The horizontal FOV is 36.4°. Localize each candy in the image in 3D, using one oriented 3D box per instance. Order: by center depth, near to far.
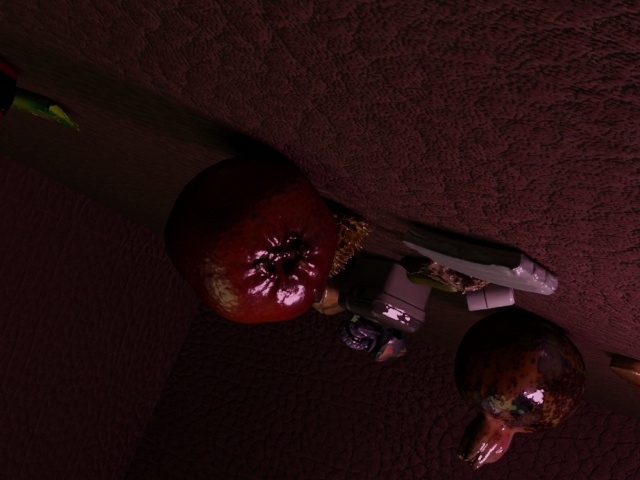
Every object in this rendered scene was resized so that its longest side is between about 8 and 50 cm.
[{"bbox_3d":[-0.574,-0.271,1.958,0.178,0.032,0.102,20,172,21],"label":"candy"}]

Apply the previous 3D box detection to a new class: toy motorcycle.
[{"bbox_3d":[0.147,0.193,2.334,0.173,0.108,0.307,34,-147,3],"label":"toy motorcycle"}]

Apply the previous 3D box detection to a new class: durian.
[{"bbox_3d":[0.000,0.000,1.791,0.139,0.144,0.252,36,173,-6],"label":"durian"}]

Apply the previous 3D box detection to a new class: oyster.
[{"bbox_3d":[0.225,0.050,1.715,0.177,0.056,0.105,18,-178,42],"label":"oyster"}]

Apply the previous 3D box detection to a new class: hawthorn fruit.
[{"bbox_3d":[-0.120,-0.015,1.556,0.265,0.265,0.307,28,-175,-31],"label":"hawthorn fruit"}]

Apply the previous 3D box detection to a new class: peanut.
[{"bbox_3d":[0.025,0.109,2.394,0.147,0.147,0.305,22,172,8],"label":"peanut"}]

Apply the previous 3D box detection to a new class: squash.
[{"bbox_3d":[0.226,0.071,1.872,0.052,0.052,0.183,28,173,-32],"label":"squash"}]

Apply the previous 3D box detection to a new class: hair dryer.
[{"bbox_3d":[0.310,0.093,1.766,0.082,0.047,0.137,-10,-177,12],"label":"hair dryer"}]

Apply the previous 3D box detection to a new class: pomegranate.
[{"bbox_3d":[0.389,0.323,2.039,0.285,0.341,0.285,27,174,3],"label":"pomegranate"}]

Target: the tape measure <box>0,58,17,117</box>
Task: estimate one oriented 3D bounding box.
[{"bbox_3d":[-0.671,-0.304,1.724,0.260,0.114,0.253,23,173,-28],"label":"tape measure"}]

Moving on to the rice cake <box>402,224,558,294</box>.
[{"bbox_3d":[0.252,0.033,1.547,0.237,0.043,0.127,17,172,45],"label":"rice cake"}]

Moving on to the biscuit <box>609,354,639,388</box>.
[{"bbox_3d":[0.744,0.321,2.113,0.183,0.047,0.320,21,174,36],"label":"biscuit"}]

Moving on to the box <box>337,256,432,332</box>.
[{"bbox_3d":[0.145,0.118,2.153,0.148,0.129,0.210,26,172,-24],"label":"box"}]
